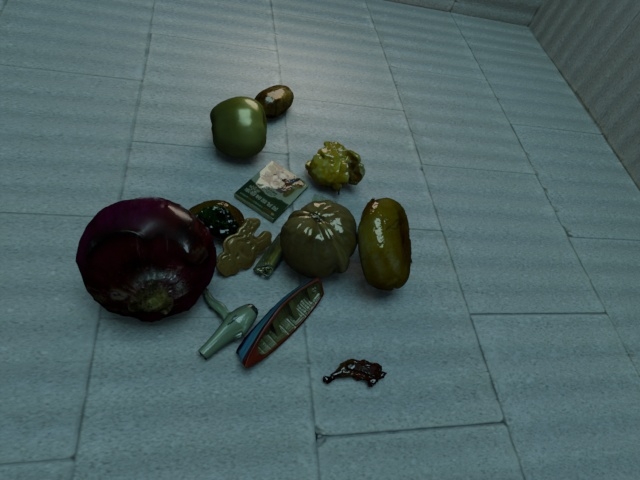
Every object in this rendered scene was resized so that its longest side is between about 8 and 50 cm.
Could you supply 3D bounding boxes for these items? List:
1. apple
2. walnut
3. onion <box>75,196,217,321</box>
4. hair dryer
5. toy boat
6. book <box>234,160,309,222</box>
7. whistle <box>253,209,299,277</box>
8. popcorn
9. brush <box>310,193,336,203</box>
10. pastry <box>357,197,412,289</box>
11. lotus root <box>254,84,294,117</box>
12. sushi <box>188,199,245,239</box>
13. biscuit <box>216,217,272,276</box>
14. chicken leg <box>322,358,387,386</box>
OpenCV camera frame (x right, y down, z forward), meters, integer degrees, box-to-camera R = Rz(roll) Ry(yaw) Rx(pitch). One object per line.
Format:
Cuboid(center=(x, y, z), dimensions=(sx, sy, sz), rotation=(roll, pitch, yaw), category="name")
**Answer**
Cuboid(center=(-0.340, -0.478, 1.869), dimensions=(0.262, 0.262, 0.263), rotation=(8, 54, -10), category="apple")
Cuboid(center=(0.000, 0.000, 1.607), dimensions=(0.285, 0.285, 0.296), rotation=(42, 66, 15), category="walnut")
Cuboid(center=(-0.535, 0.016, 1.414), dimensions=(0.397, 0.399, 0.420), rotation=(1, 31, -15), category="onion")
Cuboid(center=(-0.343, 0.275, 1.444), dimensions=(0.224, 0.088, 0.219), rotation=(18, 55, 14), category="hair dryer")
Cuboid(center=(-0.132, 0.266, 1.481), dimensions=(0.079, 0.136, 0.392), rotation=(17, 47, 40), category="toy boat")
Cuboid(center=(-0.200, -0.210, 1.851), dimensions=(0.202, 0.027, 0.264), rotation=(34, 53, 9), category="book")
Cuboid(center=(-0.146, 0.009, 1.690), dimensions=(0.067, 0.057, 0.327), rotation=(28, 53, 5), category="whistle")
Cuboid(center=(0.067, -0.319, 1.915), dimensions=(0.253, 0.191, 0.190), rotation=(27, 19, 3), category="popcorn")
Cuboid(center=(-0.013, -0.079, 1.820), dimensions=(0.103, 0.013, 0.272), rotation=(19, 53, -1), category="brush")
Cuboid(center=(0.241, 0.011, 1.636), dimensions=(0.163, 0.356, 0.356), rotation=(-2, 49, 21), category="pastry")
Cuboid(center=(-0.231, -0.652, 2.099), dimensions=(0.145, 0.129, 0.260), rotation=(28, 46, 23), category="lotus root")
Cuboid(center=(-0.387, -0.073, 1.623), dimensions=(0.286, 0.149, 0.140), rotation=(10, 57, -16), category="sushi")
Cuboid(center=(-0.279, 0.027, 1.597), dimensions=(0.236, 0.040, 0.144), rotation=(-50, 116, -22), category="biscuit")
Cuboid(center=(0.115, 0.433, 1.465), dimensions=(0.218, 0.048, 0.090), rotation=(8, 51, -11), category="chicken leg")
